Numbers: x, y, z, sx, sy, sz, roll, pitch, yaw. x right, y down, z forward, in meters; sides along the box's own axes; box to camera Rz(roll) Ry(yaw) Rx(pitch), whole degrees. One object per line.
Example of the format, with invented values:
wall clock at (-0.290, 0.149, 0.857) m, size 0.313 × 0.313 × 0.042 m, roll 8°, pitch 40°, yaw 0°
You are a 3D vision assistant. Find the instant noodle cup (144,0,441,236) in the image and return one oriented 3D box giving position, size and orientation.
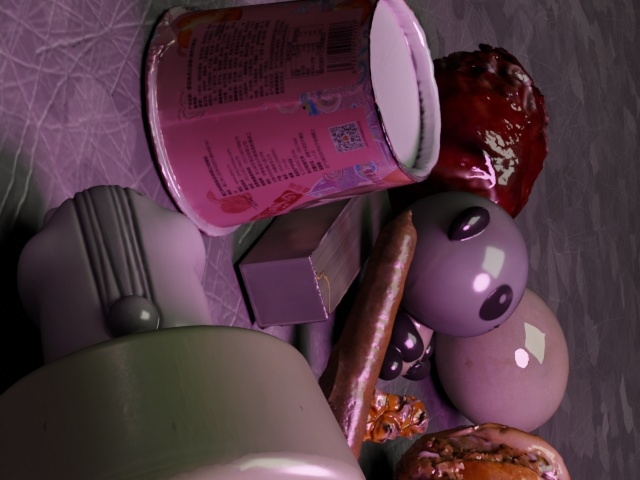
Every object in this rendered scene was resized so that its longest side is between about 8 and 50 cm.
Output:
instant noodle cup at (-0.019, -0.139, 1.452) m, size 0.243 × 0.231 × 0.243 m, roll -8°, pitch 90°, yaw -67°

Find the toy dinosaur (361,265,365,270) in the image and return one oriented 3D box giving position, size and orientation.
toy dinosaur at (0.034, 0.014, 1.778) m, size 0.058 × 0.037 × 0.180 m, roll 45°, pitch 35°, yaw -33°

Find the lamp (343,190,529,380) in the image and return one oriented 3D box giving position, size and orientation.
lamp at (0.141, 0.056, 1.739) m, size 0.244 × 0.198 × 0.198 m, roll -54°, pitch 156°, yaw 8°

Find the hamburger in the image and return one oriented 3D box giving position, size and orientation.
hamburger at (0.197, 0.363, 1.781) m, size 0.211 × 0.260 × 0.245 m, roll -66°, pitch 161°, yaw -58°

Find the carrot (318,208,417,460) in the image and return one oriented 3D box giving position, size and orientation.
carrot at (0.042, 0.123, 1.619) m, size 0.070 × 0.070 × 0.342 m, roll 28°, pitch 77°, yaw -62°

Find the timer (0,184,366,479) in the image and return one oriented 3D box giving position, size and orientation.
timer at (-0.142, 0.101, 1.115) m, size 0.291 × 0.291 × 0.315 m, roll 41°, pitch 27°, yaw -57°

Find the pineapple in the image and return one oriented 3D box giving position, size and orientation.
pineapple at (0.056, 0.213, 1.704) m, size 0.116 × 0.137 × 0.069 m, roll 145°, pitch -52°, yaw -70°

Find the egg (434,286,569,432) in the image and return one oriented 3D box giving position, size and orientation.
egg at (0.255, 0.163, 2.047) m, size 0.186 × 0.186 × 0.253 m, roll -59°, pitch 137°, yaw -55°

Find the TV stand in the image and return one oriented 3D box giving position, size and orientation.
TV stand at (0.000, 0.000, 1.631) m, size 0.269 × 0.088 × 0.083 m, roll -53°, pitch 133°, yaw -59°

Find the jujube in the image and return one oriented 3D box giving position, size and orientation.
jujube at (0.191, -0.125, 1.941) m, size 0.376 × 0.258 × 0.258 m, roll -41°, pitch 121°, yaw -56°
